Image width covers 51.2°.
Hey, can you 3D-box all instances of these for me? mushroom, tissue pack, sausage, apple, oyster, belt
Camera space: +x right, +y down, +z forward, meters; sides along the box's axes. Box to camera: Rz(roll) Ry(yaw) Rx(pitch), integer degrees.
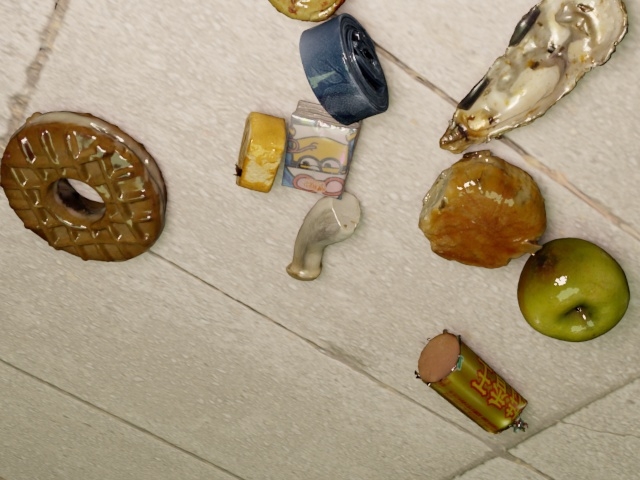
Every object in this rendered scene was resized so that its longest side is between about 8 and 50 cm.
[{"bbox_3d":[-0.004,-0.002,1.274,0.092,0.081,0.223,41,132,4],"label":"mushroom"},{"bbox_3d":[0.001,-0.153,1.151,0.115,0.065,0.155,14,131,2],"label":"tissue pack"},{"bbox_3d":[0.346,0.337,1.452,0.317,0.125,0.117,42,168,-22],"label":"sausage"},{"bbox_3d":[0.447,0.086,1.194,0.196,0.157,0.196,6,132,7],"label":"apple"},{"bbox_3d":[0.305,-0.247,1.006,0.128,0.078,0.345,46,129,1],"label":"oyster"},{"bbox_3d":[0.044,-0.251,0.992,0.082,0.141,0.190,-14,164,24],"label":"belt"}]

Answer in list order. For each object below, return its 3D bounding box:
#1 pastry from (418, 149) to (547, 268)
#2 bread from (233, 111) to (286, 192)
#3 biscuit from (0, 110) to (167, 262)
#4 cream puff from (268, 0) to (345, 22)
[{"bbox_3d":[0.277,-0.051,1.155,0.218,0.100,0.229,0,135,18],"label":"pastry"},{"bbox_3d":[-0.107,-0.155,1.138,0.073,0.122,0.149,10,138,-12],"label":"bread"},{"bbox_3d":[-0.449,-0.094,1.279,0.332,0.103,0.332,6,130,7],"label":"biscuit"},{"bbox_3d":[-0.019,-0.386,0.945,0.149,0.084,0.149,9,133,10],"label":"cream puff"}]
